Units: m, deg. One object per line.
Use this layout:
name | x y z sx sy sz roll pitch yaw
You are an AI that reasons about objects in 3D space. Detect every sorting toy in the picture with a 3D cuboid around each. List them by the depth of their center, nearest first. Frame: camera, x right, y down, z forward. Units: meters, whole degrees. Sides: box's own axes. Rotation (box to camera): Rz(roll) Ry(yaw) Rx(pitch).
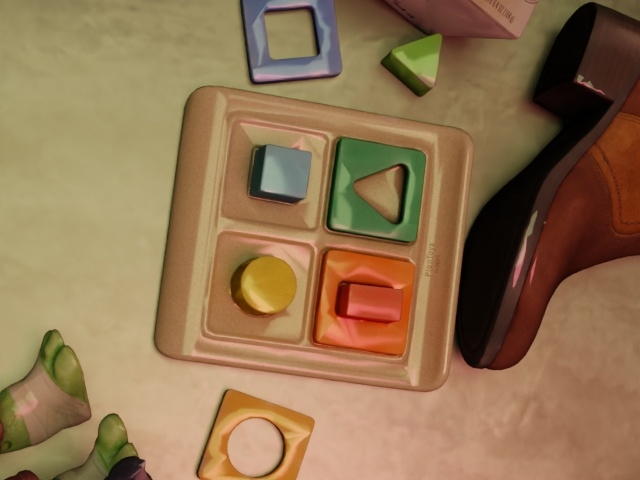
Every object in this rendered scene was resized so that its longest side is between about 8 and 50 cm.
sorting toy | 0.000 0.000 1.032 0.196 0.047 0.348 8 83 -10

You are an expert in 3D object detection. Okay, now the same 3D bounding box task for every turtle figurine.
turtle figurine | -0.249 0.129 0.888 0.266 0.198 0.275 -24 102 -20

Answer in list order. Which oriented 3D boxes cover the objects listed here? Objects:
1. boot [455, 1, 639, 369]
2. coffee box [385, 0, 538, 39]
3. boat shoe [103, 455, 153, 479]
boot | 0.249 0.011 1.077 0.280 0.096 0.264 26 72 -15
coffee box | 0.107 -0.272 1.032 0.141 0.098 0.247 33 78 -35
boat shoe | -0.078 0.276 0.897 0.158 0.127 0.341 -41 132 -23
